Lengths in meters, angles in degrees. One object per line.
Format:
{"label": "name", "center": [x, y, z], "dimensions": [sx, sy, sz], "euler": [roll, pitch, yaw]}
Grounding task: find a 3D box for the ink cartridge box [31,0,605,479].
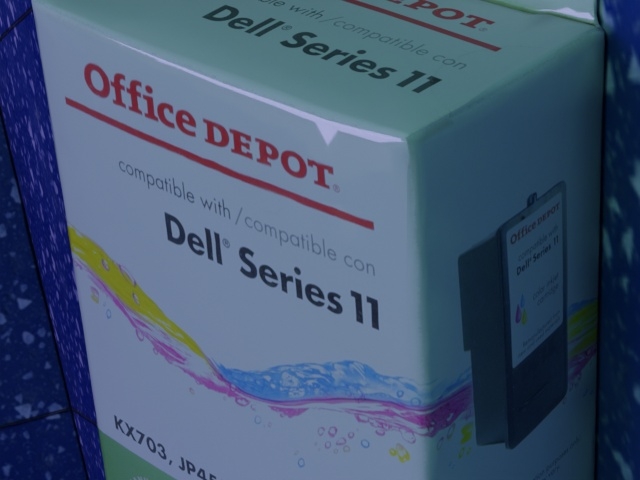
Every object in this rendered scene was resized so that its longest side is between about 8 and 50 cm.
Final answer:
{"label": "ink cartridge box", "center": [0.000, 0.000, 0.720], "dimensions": [0.207, 0.119, 0.353], "euler": [23, 130, 38]}
